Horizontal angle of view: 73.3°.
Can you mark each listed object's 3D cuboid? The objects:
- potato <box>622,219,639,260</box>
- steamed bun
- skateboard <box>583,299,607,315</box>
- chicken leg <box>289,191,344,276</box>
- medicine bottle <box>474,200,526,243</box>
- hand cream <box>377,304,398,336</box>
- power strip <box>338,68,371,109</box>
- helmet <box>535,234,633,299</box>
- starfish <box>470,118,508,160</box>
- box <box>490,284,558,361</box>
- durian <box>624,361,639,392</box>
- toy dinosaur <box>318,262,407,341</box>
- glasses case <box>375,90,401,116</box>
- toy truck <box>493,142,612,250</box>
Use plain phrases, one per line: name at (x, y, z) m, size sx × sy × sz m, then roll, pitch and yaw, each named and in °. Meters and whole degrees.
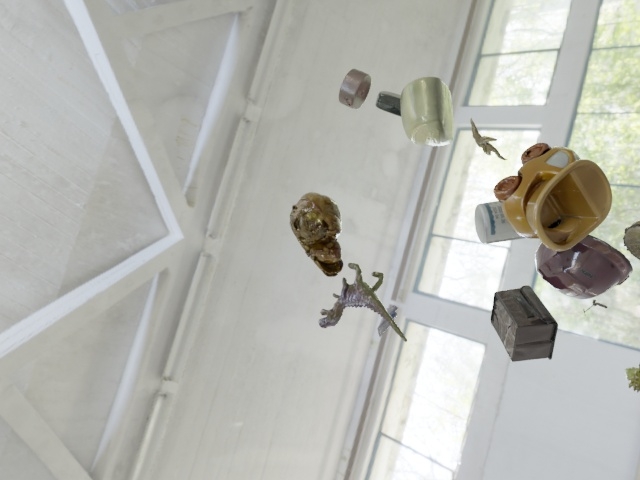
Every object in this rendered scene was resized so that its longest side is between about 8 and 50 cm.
potato at (1.342, -0.003, 1.774) m, size 0.261 × 0.120 × 0.100 m, roll 46°, pitch -111°, yaw -15°
steamed bun at (0.348, -0.410, 1.416) m, size 0.250 × 0.154 × 0.200 m, roll 8°, pitch -102°, yaw -60°
skateboard at (1.170, 0.293, 1.836) m, size 0.083 × 0.064 × 0.032 m, roll -29°, pitch -67°, yaw -13°
chicken leg at (0.000, 0.000, 1.575) m, size 0.409 × 0.181 × 0.295 m, roll 103°, pitch 145°, yaw -78°
medicine bottle at (0.631, -0.070, 1.385) m, size 0.139 × 0.236 × 0.139 m, roll -9°, pitch -90°, yaw -83°
hand cream at (0.285, 0.337, 1.828) m, size 0.142 × 0.053 × 0.084 m, roll -54°, pitch -34°, yaw -26°
power strip at (0.141, -0.623, 1.777) m, size 0.154 × 0.078 × 0.154 m, roll -52°, pitch -17°, yaw -23°
helmet at (0.863, 0.089, 1.462) m, size 0.197 × 0.271 × 0.338 m, roll -54°, pitch -7°, yaw 11°
starfish at (0.828, -0.490, 2.154) m, size 0.062 × 0.277 × 0.235 m, roll -42°, pitch -14°, yaw 10°
box at (0.778, 0.320, 1.665) m, size 0.252 × 0.153 × 0.188 m, roll -90°, pitch -7°, yaw -61°
durian at (1.343, 0.532, 1.751) m, size 0.306 × 0.172 × 0.167 m, roll 69°, pitch -158°, yaw -44°
toy dinosaur at (0.120, 0.160, 1.116) m, size 0.072 × 0.251 × 0.200 m, roll 61°, pitch -141°, yaw -53°
glasses case at (0.403, -0.579, 1.898) m, size 0.131 × 0.323 × 0.074 m, roll -51°, pitch -20°, yaw -60°
toy truck at (0.617, -0.118, 1.153) m, size 0.288 × 0.211 × 0.204 m, roll -45°, pitch -70°, yaw -6°
